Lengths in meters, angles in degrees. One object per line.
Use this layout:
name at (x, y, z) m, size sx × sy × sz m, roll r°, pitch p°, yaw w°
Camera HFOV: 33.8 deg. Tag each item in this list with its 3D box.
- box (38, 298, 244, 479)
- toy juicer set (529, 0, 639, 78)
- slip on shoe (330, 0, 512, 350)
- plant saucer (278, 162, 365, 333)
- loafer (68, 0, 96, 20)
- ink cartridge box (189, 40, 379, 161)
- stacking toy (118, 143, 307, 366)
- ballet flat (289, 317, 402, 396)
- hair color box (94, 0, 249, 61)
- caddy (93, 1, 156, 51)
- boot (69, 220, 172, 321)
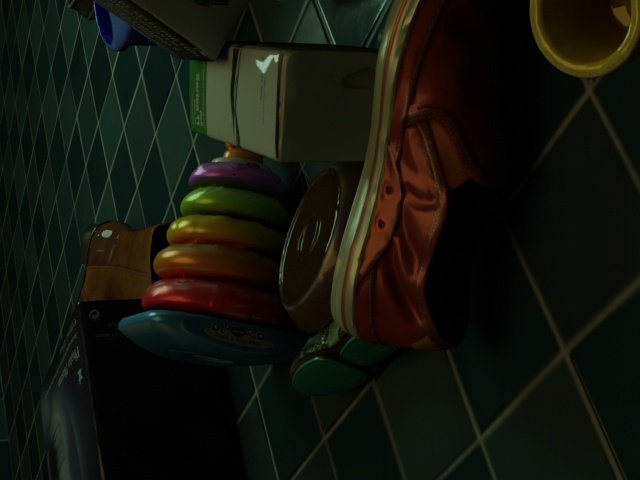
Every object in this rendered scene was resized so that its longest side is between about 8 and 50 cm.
box at (-0.239, 0.266, 1.347) m, size 0.296 × 0.182 × 0.294 m, roll -54°, pitch 45°, yaw 52°
toy juicer set at (0.192, -0.231, 0.466) m, size 0.209 × 0.089 × 0.329 m, roll 17°, pitch 116°, yaw 44°
slip on shoe at (0.094, -0.073, 0.749) m, size 0.101 × 0.123 × 0.331 m, roll 20°, pitch 106°, yaw 29°
plant saucer at (0.000, 0.000, 0.956) m, size 0.168 × 0.029 × 0.169 m, roll -161°, pitch 90°, yaw -73°
loafer at (-0.411, -0.548, 1.751) m, size 0.134 × 0.130 × 0.366 m, roll 169°, pitch 99°, yaw -64°
ink cartridge box at (-0.007, -0.121, 0.886) m, size 0.208 × 0.153 × 0.087 m, roll -154°, pitch 64°, yaw -63°
stacking toy at (-0.090, -0.024, 1.102) m, size 0.165 × 0.175 × 0.302 m, roll -19°, pitch 60°, yaw 63°
ballet flat at (0.029, 0.088, 0.934) m, size 0.188 × 0.070 × 0.070 m, roll -40°, pitch 55°, yaw 56°
hair color box at (-0.090, -0.339, 0.863) m, size 0.339 × 0.185 × 0.110 m, roll -60°, pitch 27°, yaw -6°
caddy at (-0.216, -0.397, 1.291) m, size 0.241 × 0.179 × 0.341 m, roll 142°, pitch 123°, yaw -60°
boot at (-0.277, 0.101, 1.571) m, size 0.280 × 0.096 × 0.264 m, roll 6°, pitch 88°, yaw 57°
